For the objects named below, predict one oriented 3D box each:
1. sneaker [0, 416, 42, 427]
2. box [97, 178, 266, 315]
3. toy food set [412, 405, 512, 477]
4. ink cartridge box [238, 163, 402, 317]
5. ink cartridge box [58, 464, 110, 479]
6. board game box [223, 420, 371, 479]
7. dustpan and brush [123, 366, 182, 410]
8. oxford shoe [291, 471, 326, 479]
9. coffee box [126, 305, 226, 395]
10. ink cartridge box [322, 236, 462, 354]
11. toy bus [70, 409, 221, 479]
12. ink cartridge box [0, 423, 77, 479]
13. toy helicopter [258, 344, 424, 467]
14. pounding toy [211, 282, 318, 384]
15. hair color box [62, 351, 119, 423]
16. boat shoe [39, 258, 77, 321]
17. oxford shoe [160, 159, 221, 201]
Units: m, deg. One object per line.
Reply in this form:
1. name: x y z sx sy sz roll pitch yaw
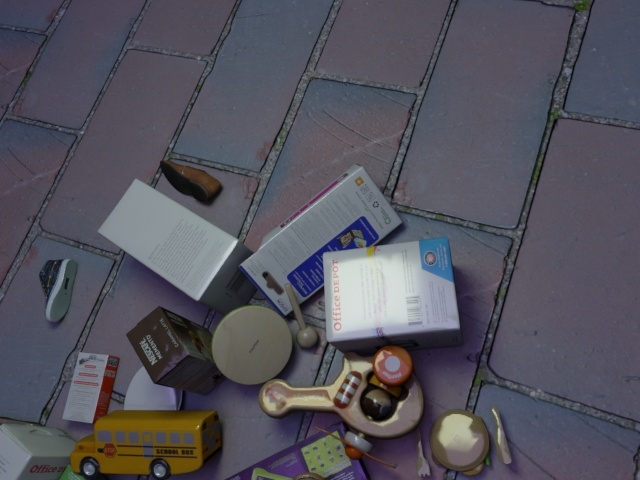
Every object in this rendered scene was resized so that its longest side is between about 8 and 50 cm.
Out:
1. sneaker: -0.802 0.490 1.475 0.188 0.066 0.071 2 71 17
2. box: -0.333 0.024 1.433 0.345 0.215 0.168 30 81 24
3. toy food set: 0.290 0.421 1.207 0.192 0.038 0.132 -15 59 16
4. ink cartridge box: 0.000 0.000 1.376 0.371 0.176 0.069 -39 20 -3
5. ink cartridge box: -0.564 0.656 1.327 0.160 0.092 0.219 27 80 24
6. board game box: -0.059 0.561 1.245 0.346 0.056 0.208 -28 61 5
7. dustpan and brush: -0.403 0.323 1.436 0.147 0.060 0.211 -3 76 14
8. oxford shoe: 0.011 0.630 1.111 0.123 0.130 0.348 -19 81 7
9. coffee box: -0.312 0.257 1.322 0.098 0.246 0.141 -40 64 -1
10. ink cartridge box: 0.159 0.130 1.261 0.270 0.197 0.198 -8 69 13
11. toy bus: -0.401 0.463 1.325 0.332 0.108 0.130 -4 91 14
12. ink cartridge box: -0.710 0.593 1.322 0.129 0.223 0.307 27 79 23
13. toy helicopter: 0.041 0.354 1.227 0.355 0.140 0.235 -3 67 11
14. pounding toy: -0.143 0.219 1.358 0.237 0.110 0.183 -29 102 -11
15. hair color box: -0.578 0.372 1.462 0.093 0.053 0.167 2 72 18
16. boat shoe: -0.736 0.137 1.595 0.083 0.065 0.183 -2 63 17
17. oxford shoe: -0.362 -0.175 1.611 0.212 0.076 0.076 29 50 26
